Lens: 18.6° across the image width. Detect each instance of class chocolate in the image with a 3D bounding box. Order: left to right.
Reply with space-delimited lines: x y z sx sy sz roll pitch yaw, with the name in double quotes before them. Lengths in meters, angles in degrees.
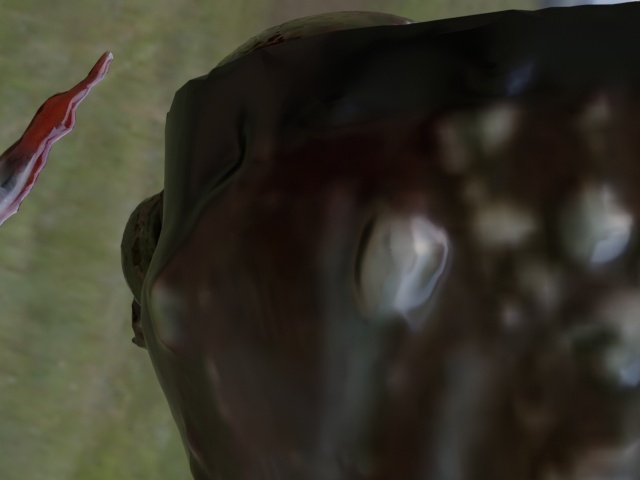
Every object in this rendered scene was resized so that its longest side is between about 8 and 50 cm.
"chocolate" 0.104 0.051 0.666 0.225 0.340 0.210 41 48 -74

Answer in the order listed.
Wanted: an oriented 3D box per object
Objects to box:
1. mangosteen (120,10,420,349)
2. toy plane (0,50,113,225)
"mangosteen" 0.006 -0.006 0.950 0.216 0.216 0.216 17 90 -83
"toy plane" -0.135 0.018 0.348 0.077 0.194 0.126 19 77 -60
